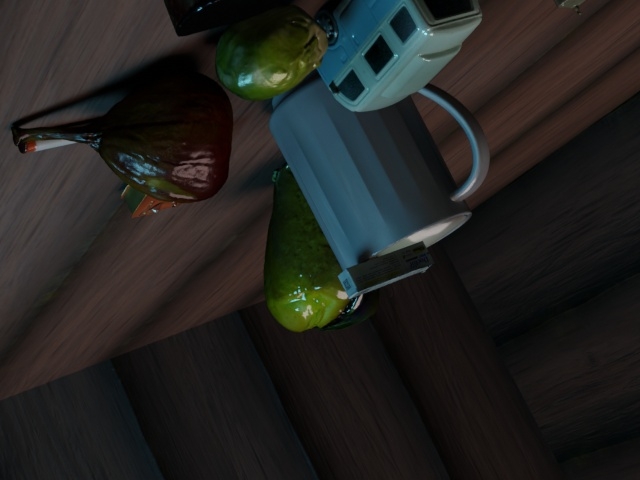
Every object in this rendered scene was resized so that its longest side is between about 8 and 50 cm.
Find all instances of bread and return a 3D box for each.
[{"bbox_3d":[0.000,0.000,2.147,0.251,0.377,0.208,-13,150,34],"label":"bread"}]

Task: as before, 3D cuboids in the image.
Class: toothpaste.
[{"bbox_3d":[0.105,0.047,1.658,0.164,0.046,0.034,-19,165,-33],"label":"toothpaste"}]

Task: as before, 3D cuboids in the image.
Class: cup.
[{"bbox_3d":[0.104,-0.149,1.731,0.323,0.327,0.237,-32,168,31],"label":"cup"}]

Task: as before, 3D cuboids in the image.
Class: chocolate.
[{"bbox_3d":[-0.120,-0.288,1.185,0.125,0.080,0.148,-19,-178,31],"label":"chocolate"}]

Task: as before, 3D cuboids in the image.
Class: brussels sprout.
[{"bbox_3d":[-0.069,-0.249,1.395,0.155,0.117,0.155,-43,-176,3],"label":"brussels sprout"}]

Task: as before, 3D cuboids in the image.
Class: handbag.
[{"bbox_3d":[-0.250,-0.111,1.789,0.127,0.063,0.190,-19,165,-38],"label":"handbag"}]

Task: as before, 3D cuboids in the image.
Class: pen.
[{"bbox_3d":[-0.322,-0.154,1.482,0.218,0.026,0.026,-18,167,-39],"label":"pen"}]

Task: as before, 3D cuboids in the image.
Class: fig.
[{"bbox_3d":[-0.251,-0.119,1.435,0.290,0.191,0.190,-24,170,-18],"label":"fig"}]

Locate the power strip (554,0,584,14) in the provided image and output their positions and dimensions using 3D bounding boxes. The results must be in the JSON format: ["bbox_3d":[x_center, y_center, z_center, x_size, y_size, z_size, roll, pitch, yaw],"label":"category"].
[{"bbox_3d":[0.497,-0.477,1.840,0.215,0.061,0.145,-35,168,35],"label":"power strip"}]

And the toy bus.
[{"bbox_3d":[0.100,-0.289,1.477,0.133,0.165,0.271,-21,168,-31],"label":"toy bus"}]
